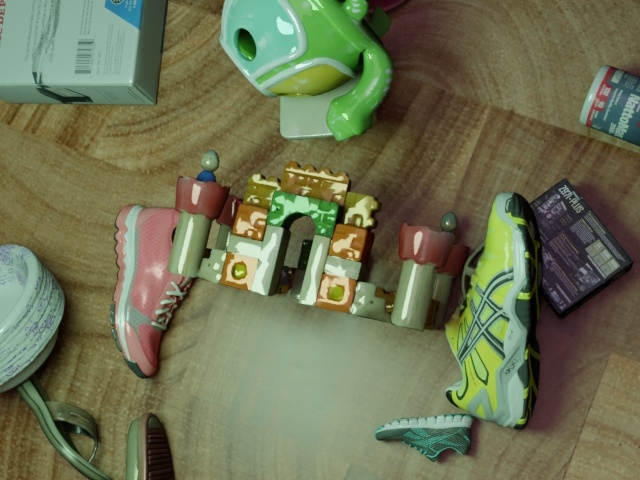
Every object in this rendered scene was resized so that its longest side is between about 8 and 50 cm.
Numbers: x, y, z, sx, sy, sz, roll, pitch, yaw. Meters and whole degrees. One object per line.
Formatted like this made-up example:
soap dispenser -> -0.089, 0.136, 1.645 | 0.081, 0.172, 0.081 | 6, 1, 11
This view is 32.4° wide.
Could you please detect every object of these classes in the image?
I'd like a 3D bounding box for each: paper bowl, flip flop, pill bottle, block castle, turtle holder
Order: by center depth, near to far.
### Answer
turtle holder -> -0.015, -0.328, 1.784 | 0.227, 0.243, 0.320 | -40, 104, 13
block castle -> 0.000, 0.000, 1.793 | 0.454, 0.303, 0.212 | 13, 88, 14
pill bottle -> 0.532, -0.212, 1.822 | 0.180, 0.108, 0.108 | 23, 84, 15
paper bowl -> -0.574, 0.155, 1.919 | 0.284, 0.148, 0.284 | -19, 38, 15
flip flop -> -0.444, 0.315, 1.930 | 0.080, 0.112, 0.277 | -35, 68, -12

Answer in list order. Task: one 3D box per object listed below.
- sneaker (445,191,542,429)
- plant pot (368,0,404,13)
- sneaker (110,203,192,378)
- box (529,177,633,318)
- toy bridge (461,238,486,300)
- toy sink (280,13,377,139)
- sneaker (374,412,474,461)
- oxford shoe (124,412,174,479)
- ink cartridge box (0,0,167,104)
sneaker -> 0.270, 0.113, 1.743 | 0.147, 0.145, 0.384 | 5, 102, 20
plant pot -> 0.079, -0.534, 1.950 | 0.201, 0.201, 0.180 | -41, 59, 1
sneaker -> -0.287, 0.083, 1.930 | 0.136, 0.116, 0.313 | -4, 78, 9
box -> 0.400, 0.013, 1.819 | 0.147, 0.077, 0.180 | -37, 74, 3
toy bridge -> 0.268, 0.056, 1.825 | 0.063, 0.026, 0.188 | 25, 114, 34
toy sink -> 0.018, -0.270, 1.931 | 0.153, 0.131, 0.234 | -4, 73, 11
sneaker -> 0.171, 0.328, 1.814 | 0.167, 0.065, 0.076 | -6, 82, 13
oxford shoe -> -0.327, 0.466, 1.858 | 0.130, 0.123, 0.348 | -3, 77, 17
ink cartridge box -> -0.459, -0.375, 2.051 | 0.308, 0.129, 0.223 | 2, 79, 12
